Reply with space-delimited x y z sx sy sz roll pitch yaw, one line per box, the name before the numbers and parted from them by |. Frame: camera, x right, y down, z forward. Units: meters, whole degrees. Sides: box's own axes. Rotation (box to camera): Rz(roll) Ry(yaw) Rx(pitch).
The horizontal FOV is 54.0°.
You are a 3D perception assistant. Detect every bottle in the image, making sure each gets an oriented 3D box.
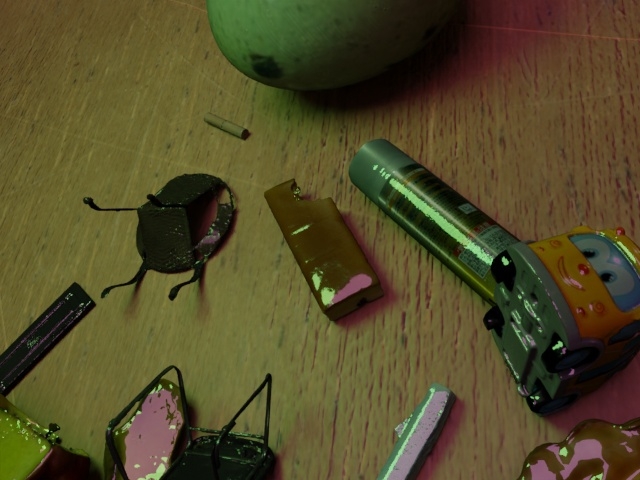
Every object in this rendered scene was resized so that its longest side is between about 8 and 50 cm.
bottle | 0.150 -0.029 0.801 0.082 0.082 0.286 -41 56 -6

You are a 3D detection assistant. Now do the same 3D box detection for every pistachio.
pistachio | -0.223 0.261 0.791 0.090 0.049 0.173 14 63 2

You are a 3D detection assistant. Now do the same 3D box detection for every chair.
chair | -0.230 -0.021 0.940 0.174 0.149 0.213 -2 18 23
chair | -0.128 0.275 0.719 0.140 0.221 0.145 0 18 21

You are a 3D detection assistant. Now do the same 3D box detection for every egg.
egg | 0.029 -0.401 0.912 0.428 0.345 0.345 -44 55 7

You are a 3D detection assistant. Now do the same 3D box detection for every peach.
peach | -0.414 0.279 0.784 0.267 0.158 0.154 19 58 27

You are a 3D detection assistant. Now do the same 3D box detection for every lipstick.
lipstick | -0.159 -0.193 1.053 0.094 0.019 0.019 28 74 32

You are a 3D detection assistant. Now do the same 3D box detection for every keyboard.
keyboard | -0.433 0.153 0.955 0.061 0.013 0.204 36 78 34

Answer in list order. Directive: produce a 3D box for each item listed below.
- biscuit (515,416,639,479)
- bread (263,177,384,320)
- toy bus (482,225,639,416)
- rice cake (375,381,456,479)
biscuit | 0.299 0.313 0.529 0.326 0.107 0.325 -10 58 17
bread | 0.000 0.000 0.861 0.088 0.049 0.226 -29 54 2
toy bus | 0.253 0.077 0.630 0.136 0.209 0.126 -19 54 -3
rice cake | 0.093 0.238 0.695 0.042 0.030 0.180 22 69 34
